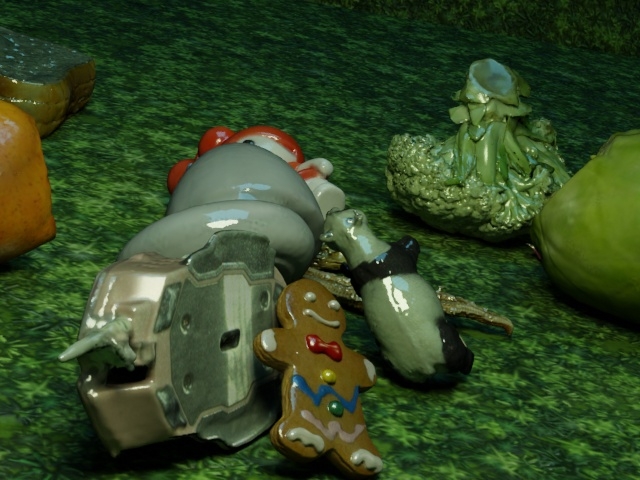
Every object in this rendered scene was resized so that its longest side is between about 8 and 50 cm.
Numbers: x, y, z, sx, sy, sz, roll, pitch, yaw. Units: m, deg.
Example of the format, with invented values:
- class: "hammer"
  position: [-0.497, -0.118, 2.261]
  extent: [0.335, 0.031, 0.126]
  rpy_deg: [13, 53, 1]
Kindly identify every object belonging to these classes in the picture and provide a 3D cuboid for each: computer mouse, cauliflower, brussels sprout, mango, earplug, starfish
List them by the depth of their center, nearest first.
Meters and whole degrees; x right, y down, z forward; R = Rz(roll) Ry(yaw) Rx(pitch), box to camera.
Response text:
- class: "computer mouse"
  position: [-0.142, 0.096, 1.424]
  extent: [0.115, 0.199, 0.389]
  rpy_deg: [-4, 2, 27]
- class: "mango"
  position: [-0.458, -0.068, 1.689]
  extent: [0.350, 0.201, 0.199]
  rpy_deg: [1, -9, -11]
- class: "earplug"
  position: [-0.105, -0.006, 1.708]
  extent: [0.214, 0.175, 0.325]
  rpy_deg: [-22, 7, 15]
- class: "starfish"
  position: [0.097, 0.064, 1.877]
  extent: [0.247, 0.050, 0.138]
  rpy_deg: [25, 20, 26]
- class: "brussels sprout"
  position: [0.434, -0.025, 2.019]
  extent: [0.344, 0.268, 0.344]
  rpy_deg: [9, 11, -2]
- class: "cauliflower"
  position: [0.235, -0.127, 2.226]
  extent: [0.272, 0.250, 0.275]
  rpy_deg: [12, 22, 4]

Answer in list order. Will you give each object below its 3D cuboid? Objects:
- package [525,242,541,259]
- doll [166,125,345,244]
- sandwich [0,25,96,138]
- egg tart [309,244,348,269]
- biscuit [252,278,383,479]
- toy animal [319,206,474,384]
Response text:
- class: "package"
  position: [0.328, 0.024, 2.188]
  extent: [0.083, 0.029, 0.059]
  rpy_deg: [38, 21, 32]
- class: "doll"
  position: [-0.086, -0.066, 1.964]
  extent: [0.130, 0.161, 0.290]
  rpy_deg: [29, -3, -44]
- class: "sandwich"
  position: [-0.486, -0.248, 2.346]
  extent: [0.271, 0.099, 0.301]
  rpy_deg: [13, 17, 2]
- class: "egg tart"
  position: [0.000, 0.000, 1.998]
  extent: [0.130, 0.052, 0.130]
  rpy_deg: [9, 17, -3]
- class: "biscuit"
  position: [-0.001, 0.119, 1.472]
  extent: [0.138, 0.031, 0.205]
  rpy_deg: [22, 44, -30]
- class: "toy animal"
  position: [0.075, 0.057, 1.696]
  extent: [0.094, 0.225, 0.121]
  rpy_deg: [-28, -9, 10]
